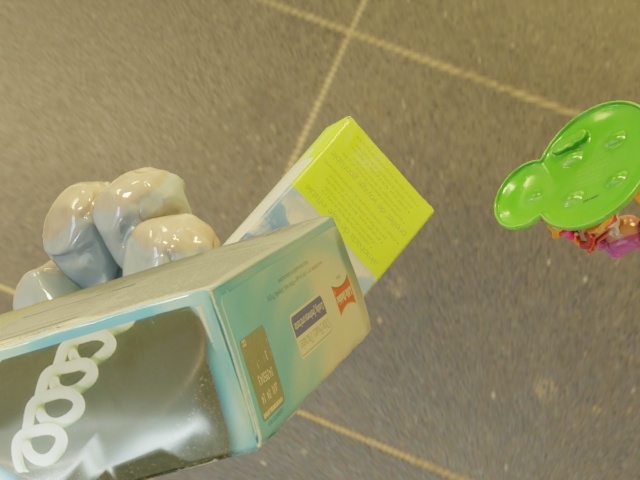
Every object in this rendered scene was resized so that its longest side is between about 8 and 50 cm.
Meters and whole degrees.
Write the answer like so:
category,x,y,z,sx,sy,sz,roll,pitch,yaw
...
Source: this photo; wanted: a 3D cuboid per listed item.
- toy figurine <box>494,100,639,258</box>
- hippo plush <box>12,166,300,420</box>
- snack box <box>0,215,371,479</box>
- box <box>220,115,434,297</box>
category,x,y,z,sx,sy,sz,roll,pitch,yaw
toy figurine,0.272,-0.022,1.377,0.173,0.159,0.130,-26,43,35
hippo plush,-0.094,0.073,1.306,0.234,0.236,0.294,-52,51,31
snack box,-0.153,0.072,0.601,0.321,0.187,0.060,-17,94,15
box,0.000,0.000,1.202,0.109,0.042,0.178,47,61,-12
